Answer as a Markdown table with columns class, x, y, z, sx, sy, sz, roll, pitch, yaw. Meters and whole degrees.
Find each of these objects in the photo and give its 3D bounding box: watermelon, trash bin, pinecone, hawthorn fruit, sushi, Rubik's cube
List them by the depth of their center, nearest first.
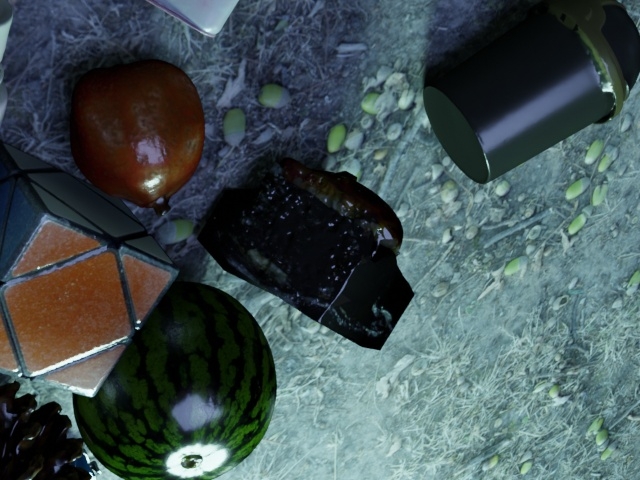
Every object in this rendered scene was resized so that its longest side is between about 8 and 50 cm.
| class | x | y | z | sx | sy | sz | roll | pitch | yaw |
| --- | --- | --- | --- | --- | --- | --- | --- | --- | --- |
| hawthorn fruit | -0.217 | -0.122 | 1.155 | 0.169 | 0.169 | 0.188 | -19 | 86 | -24 |
| Rubik's cube | -0.337 | 0.036 | 1.160 | 0.207 | 0.205 | 0.205 | 26 | 102 | -44 |
| pinecone | -0.444 | 0.296 | 1.240 | 0.257 | 0.243 | 0.243 | 38 | 94 | -18 |
| watermelon | -0.200 | 0.196 | 1.305 | 0.285 | 0.285 | 0.285 | -17 | 126 | -25 |
| sushi | 0.000 | 0.000 | 1.359 | 0.215 | 0.227 | 0.212 | 28 | 93 | -48 |
| trash bin | 0.341 | -0.244 | 1.449 | 0.333 | 0.214 | 0.214 | -32 | 132 | -9 |

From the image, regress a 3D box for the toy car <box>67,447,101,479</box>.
| class | x | y | z | sx | sy | sz | roll | pitch | yaw |
| --- | --- | --- | --- | --- | --- | --- | --- | --- | --- |
| toy car | -0.410 | 0.391 | 1.404 | 0.191 | 0.100 | 0.097 | -21 | 131 | -18 |

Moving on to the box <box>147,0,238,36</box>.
| class | x | y | z | sx | sy | sz | roll | pitch | yaw |
| --- | --- | --- | --- | --- | --- | --- | --- | --- | --- |
| box | -0.095 | -0.425 | 1.029 | 0.190 | 0.112 | 0.370 | 27 | 113 | -21 |

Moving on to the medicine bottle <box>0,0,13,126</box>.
| class | x | y | z | sx | sy | sz | roll | pitch | yaw |
| --- | --- | --- | --- | --- | --- | --- | --- | --- | --- |
| medicine bottle | -0.422 | -0.127 | 0.995 | 0.170 | 0.170 | 0.293 | 4 | 125 | -37 |
